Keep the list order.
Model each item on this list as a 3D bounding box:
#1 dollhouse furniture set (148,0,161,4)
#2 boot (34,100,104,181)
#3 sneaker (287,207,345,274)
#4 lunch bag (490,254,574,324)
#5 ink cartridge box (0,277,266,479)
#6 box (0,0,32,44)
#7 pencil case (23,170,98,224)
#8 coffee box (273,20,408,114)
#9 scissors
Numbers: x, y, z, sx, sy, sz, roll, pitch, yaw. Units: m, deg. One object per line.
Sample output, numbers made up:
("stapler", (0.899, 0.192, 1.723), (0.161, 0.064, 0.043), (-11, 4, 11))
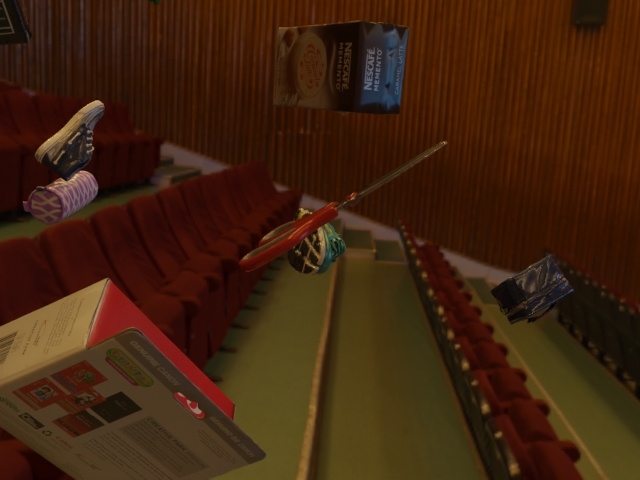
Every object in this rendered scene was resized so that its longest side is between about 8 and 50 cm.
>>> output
("dollhouse furniture set", (-0.363, -0.633, 1.715), (0.076, 0.058, 0.152), (33, 43, 29))
("boot", (-0.513, -0.213, 1.481), (0.086, 0.190, 0.069), (40, -21, -2))
("sneaker", (0.000, 0.000, 1.353), (0.110, 0.107, 0.275), (21, 13, -10))
("lunch bag", (0.281, 0.072, 0.919), (0.099, 0.065, 0.067), (-28, -13, -13))
("ink cartridge box", (-0.259, 0.213, 0.953), (0.272, 0.309, 0.130), (-23, 36, 17))
("box", (-0.596, -0.430, 0.962), (0.297, 0.182, 0.294), (-9, -25, -13))
("pencil case", (-0.568, -0.097, 1.522), (0.088, 0.086, 0.206), (-5, 16, 7))
("coffee box", (0.025, -0.287, 1.150), (0.098, 0.141, 0.247), (-4, 13, -34))
("scissors", (0.024, -0.038, 0.865), (0.297, 0.021, 0.109), (-26, 12, 24))
